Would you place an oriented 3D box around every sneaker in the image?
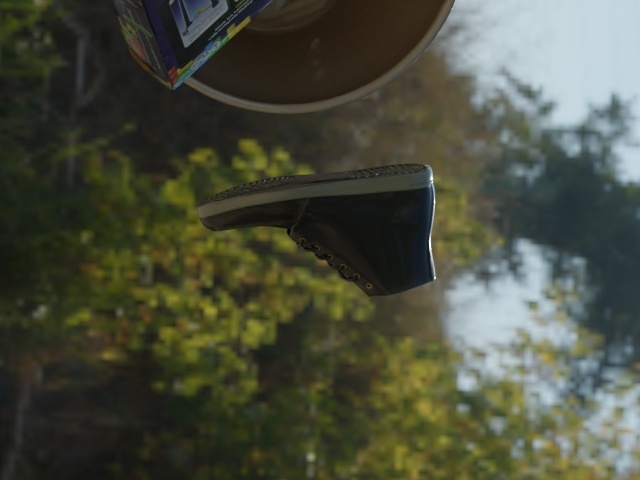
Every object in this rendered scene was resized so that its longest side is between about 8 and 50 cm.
[{"bbox_3d":[0.000,0.000,1.650,0.083,0.222,0.118,-102,-174,-79],"label":"sneaker"}]

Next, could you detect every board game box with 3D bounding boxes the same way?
[{"bbox_3d":[-0.063,-0.197,1.152,0.170,0.048,0.141,-44,158,-13],"label":"board game box"}]

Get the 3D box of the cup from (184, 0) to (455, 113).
[{"bbox_3d":[-0.042,-0.286,1.681,0.237,0.331,0.331,-145,-123,-83],"label":"cup"}]
